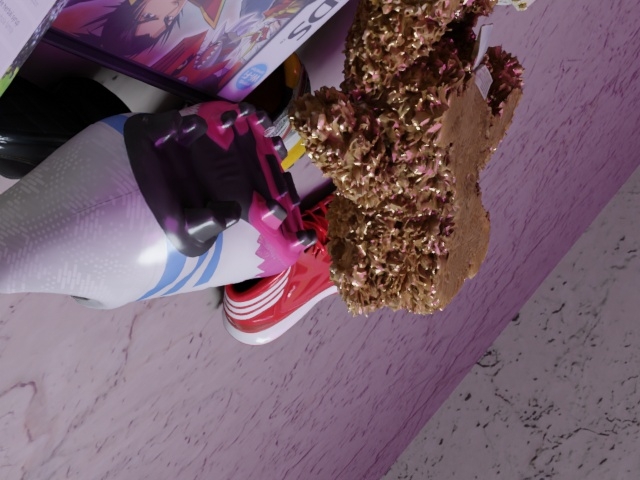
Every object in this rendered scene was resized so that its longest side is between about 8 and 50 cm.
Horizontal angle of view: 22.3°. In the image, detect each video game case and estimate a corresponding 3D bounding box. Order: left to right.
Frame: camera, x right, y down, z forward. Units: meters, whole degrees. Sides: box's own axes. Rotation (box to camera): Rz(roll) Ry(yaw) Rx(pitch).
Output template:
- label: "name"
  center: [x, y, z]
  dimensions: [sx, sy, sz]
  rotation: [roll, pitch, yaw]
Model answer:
- label: "video game case"
  center: [-0.037, -0.188, 0.936]
  dimensions: [0.248, 0.035, 0.275]
  rotation: [-41, 159, 15]

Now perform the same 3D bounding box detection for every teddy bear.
- label: "teddy bear"
  center: [0.066, -0.107, 1.214]
  dimensions: [0.245, 0.113, 0.338]
  rotation: [-53, 150, -33]

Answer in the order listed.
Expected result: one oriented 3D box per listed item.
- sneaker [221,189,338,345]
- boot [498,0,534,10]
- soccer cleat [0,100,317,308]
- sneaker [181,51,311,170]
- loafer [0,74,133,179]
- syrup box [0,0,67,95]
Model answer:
- label: "sneaker"
  center: [0.000, 0.000, 1.492]
  dimensions: [0.221, 0.087, 0.128]
  rotation: [-46, 164, -17]
- label: "boot"
  center: [0.134, -0.223, 1.370]
  dimensions: [0.213, 0.077, 0.165]
  rotation: [-49, 166, -1]
- label: "soccer cleat"
  center: [-0.103, -0.020, 0.990]
  dimensions: [0.143, 0.116, 0.331]
  rotation: [-21, 175, 12]
- label: "sneaker"
  center: [-0.090, -0.060, 1.157]
  dimensions: [0.225, 0.088, 0.092]
  rotation: [-50, 158, -28]
- label: "loafer"
  center: [-0.171, -0.059, 0.966]
  dimensions: [0.061, 0.062, 0.170]
  rotation: [-50, 163, 17]
- label: "syrup box"
  center: [-0.148, -0.147, 0.687]
  dimensions: [0.237, 0.096, 0.093]
  rotation: [-55, 171, -7]
